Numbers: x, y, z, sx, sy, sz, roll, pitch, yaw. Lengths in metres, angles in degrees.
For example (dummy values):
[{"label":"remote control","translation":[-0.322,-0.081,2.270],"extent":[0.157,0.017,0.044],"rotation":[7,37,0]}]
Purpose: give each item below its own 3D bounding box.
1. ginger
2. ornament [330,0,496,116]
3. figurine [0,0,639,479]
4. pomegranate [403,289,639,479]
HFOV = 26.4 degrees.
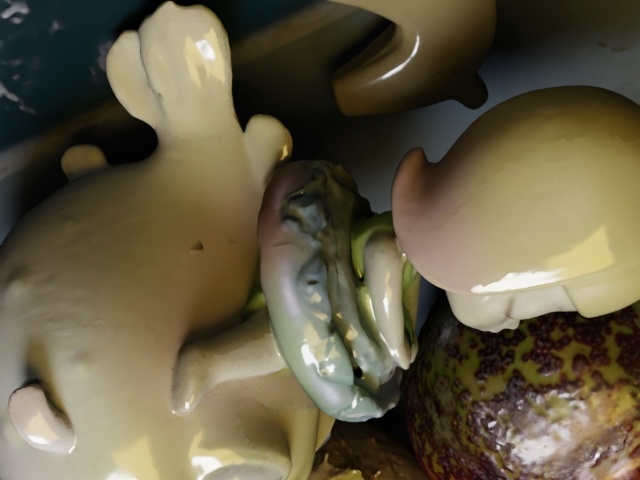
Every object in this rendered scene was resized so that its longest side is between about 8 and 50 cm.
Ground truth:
[{"label":"ginger","translation":[0.015,0.165,0.867],"extent":[0.216,0.157,0.102],"rotation":[31,81,-37]},{"label":"ornament","translation":[0.024,-0.169,0.662],"extent":[0.244,0.061,0.230],"rotation":[19,122,-26]},{"label":"figurine","translation":[0.000,0.000,0.682],"extent":[0.394,0.226,0.275],"rotation":[-17,97,18]},{"label":"pomegranate","translation":[0.163,0.111,0.789],"extent":[0.214,0.248,0.214],"rotation":[-16,146,-11]}]
